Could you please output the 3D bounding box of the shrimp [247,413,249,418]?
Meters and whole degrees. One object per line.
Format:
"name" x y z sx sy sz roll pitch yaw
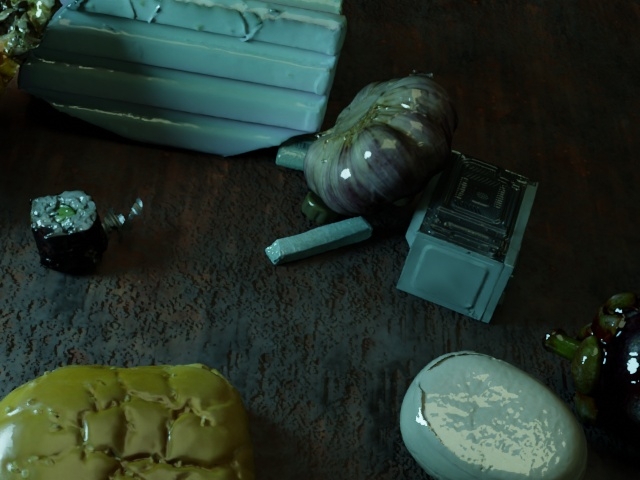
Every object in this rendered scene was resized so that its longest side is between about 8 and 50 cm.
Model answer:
"shrimp" -0.189 0.213 1.441 0.217 0.051 0.115 -2 38 -19

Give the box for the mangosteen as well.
"mangosteen" 0.405 0.161 1.590 0.249 0.211 0.211 13 40 13

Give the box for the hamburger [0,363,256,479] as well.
"hamburger" -0.212 0.247 1.280 0.318 0.158 0.319 10 55 -14

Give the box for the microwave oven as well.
"microwave oven" 0.209 -0.012 1.762 0.162 0.122 0.208 22 41 4

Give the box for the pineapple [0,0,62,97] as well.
"pineapple" -0.496 -0.264 1.608 0.209 0.286 0.344 34 19 -25

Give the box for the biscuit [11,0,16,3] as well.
"biscuit" -0.540 -0.358 1.977 0.144 0.016 0.203 14 40 -3

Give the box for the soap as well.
"soap" -0.203 -0.273 1.808 0.446 0.261 0.156 7 42 -9

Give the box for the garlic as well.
"garlic" 0.095 -0.122 1.760 0.160 0.245 0.245 51 39 -18

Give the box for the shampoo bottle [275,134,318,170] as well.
"shampoo bottle" 0.029 -0.120 1.883 0.190 0.041 0.069 13 39 -5

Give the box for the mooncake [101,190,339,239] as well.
"mooncake" -0.134 -0.038 1.729 0.346 0.057 0.150 4 30 -10

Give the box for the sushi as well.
"sushi" -0.328 -0.017 1.613 0.094 0.084 0.098 -8 47 -2

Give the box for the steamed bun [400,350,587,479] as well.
"steamed bun" 0.201 0.239 1.477 0.228 0.131 0.177 26 52 9

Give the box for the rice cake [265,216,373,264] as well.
"rice cake" -0.001 -0.001 1.753 0.170 0.029 0.033 -17 57 -31
